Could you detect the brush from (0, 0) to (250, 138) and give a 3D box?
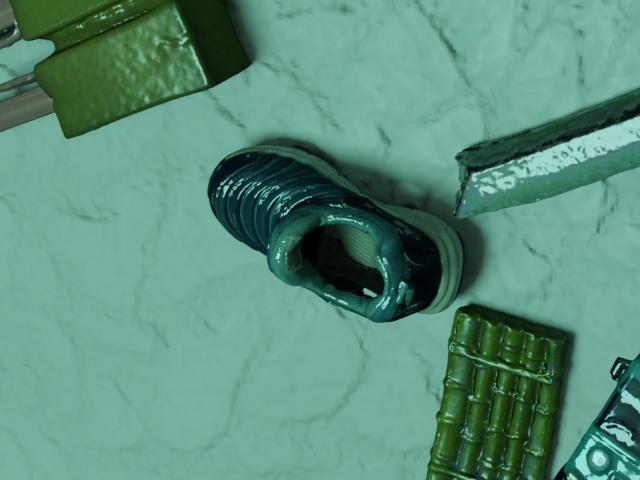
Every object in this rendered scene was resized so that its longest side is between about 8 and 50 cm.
[{"bbox_3d":[-0.156,-0.099,1.026,0.233,0.047,0.103,-18,98,32],"label":"brush"}]

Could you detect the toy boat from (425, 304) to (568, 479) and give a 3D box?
[{"bbox_3d":[0.089,0.093,0.980,0.063,0.016,0.115,17,114,22],"label":"toy boat"}]

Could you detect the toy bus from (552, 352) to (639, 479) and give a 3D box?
[{"bbox_3d":[0.170,0.076,0.849,0.079,0.160,0.091,34,117,14],"label":"toy bus"}]

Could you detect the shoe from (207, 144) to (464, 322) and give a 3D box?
[{"bbox_3d":[0.000,0.000,0.963,0.143,0.071,0.063,26,116,23],"label":"shoe"}]

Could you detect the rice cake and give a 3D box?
[{"bbox_3d":[0.148,-0.053,0.892,0.208,0.033,0.033,-19,107,32],"label":"rice cake"}]
